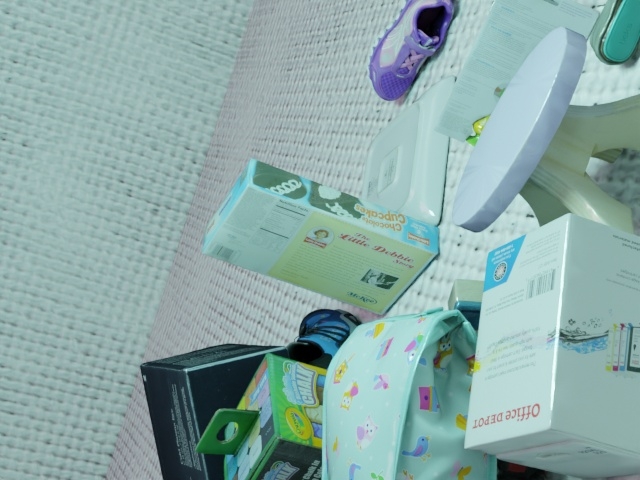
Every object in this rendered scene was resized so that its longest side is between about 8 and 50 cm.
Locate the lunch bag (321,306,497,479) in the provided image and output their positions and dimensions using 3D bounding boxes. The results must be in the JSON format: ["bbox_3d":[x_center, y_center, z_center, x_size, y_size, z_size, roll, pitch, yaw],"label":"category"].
[{"bbox_3d":[0.103,0.213,1.502,0.223,0.160,0.262,163,112,-66],"label":"lunch bag"}]

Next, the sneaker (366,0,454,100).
[{"bbox_3d":[0.160,-0.339,2.220,0.236,0.095,0.104,-63,29,23],"label":"sneaker"}]

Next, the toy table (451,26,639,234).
[{"bbox_3d":[0.283,-0.097,1.493,0.274,0.161,0.252,124,165,-48],"label":"toy table"}]

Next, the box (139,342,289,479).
[{"bbox_3d":[-0.152,0.354,2.150,0.312,0.179,0.343,172,87,-68],"label":"box"}]

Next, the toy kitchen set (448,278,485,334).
[{"bbox_3d":[0.215,0.177,1.633,0.207,0.122,0.166,99,174,-52],"label":"toy kitchen set"}]

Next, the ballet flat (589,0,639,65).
[{"bbox_3d":[0.391,-0.319,1.585,0.068,0.072,0.213,-103,34,-63],"label":"ballet flat"}]

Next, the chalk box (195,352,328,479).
[{"bbox_3d":[-0.036,0.300,1.895,0.180,0.289,0.179,-60,22,30],"label":"chalk box"}]

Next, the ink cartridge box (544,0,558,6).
[{"bbox_3d":[0.285,-0.295,1.899,0.179,0.045,0.145,-38,39,55],"label":"ink cartridge box"}]

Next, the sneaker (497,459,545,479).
[{"bbox_3d":[0.229,0.194,1.547,0.135,0.098,0.276,21,95,69],"label":"sneaker"}]

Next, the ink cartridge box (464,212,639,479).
[{"bbox_3d":[0.276,0.121,1.373,0.171,0.168,0.232,-31,45,62],"label":"ink cartridge box"}]

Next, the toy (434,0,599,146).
[{"bbox_3d":[0.265,-0.235,1.776,0.056,0.137,0.237,-90,23,-71],"label":"toy"}]

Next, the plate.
[{"bbox_3d":[0.131,-0.110,2.164,0.278,0.045,0.277,141,142,-59],"label":"plate"}]

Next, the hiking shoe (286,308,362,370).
[{"bbox_3d":[0.001,0.176,2.140,0.113,0.132,0.304,-69,20,10],"label":"hiking shoe"}]

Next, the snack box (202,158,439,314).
[{"bbox_3d":[0.000,0.000,2.004,0.187,0.322,0.060,-52,25,45],"label":"snack box"}]
